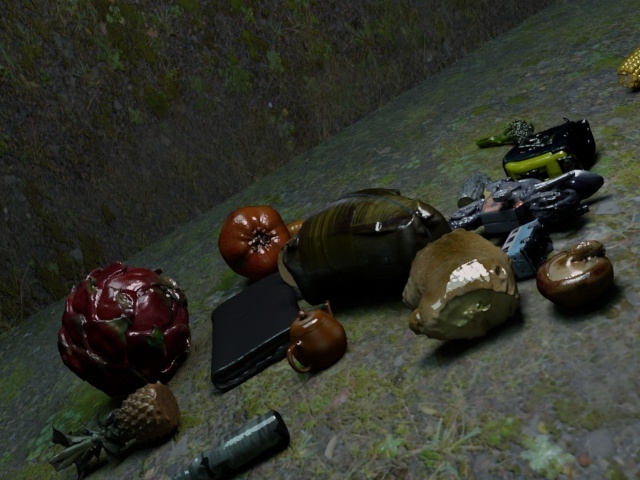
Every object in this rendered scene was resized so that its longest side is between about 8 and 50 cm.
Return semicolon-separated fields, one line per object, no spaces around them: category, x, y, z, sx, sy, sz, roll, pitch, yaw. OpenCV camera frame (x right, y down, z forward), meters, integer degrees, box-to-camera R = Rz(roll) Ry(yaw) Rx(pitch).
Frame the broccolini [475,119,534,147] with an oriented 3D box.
broccolini;0.475;-0.276;2.168;0.058;0.067;0.216;5;-2;-28

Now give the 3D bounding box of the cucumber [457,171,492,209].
cucumber;0.351;-0.110;1.877;0.064;0.064;0.112;-17;21;40

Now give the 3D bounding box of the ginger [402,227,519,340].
ginger;0.224;0.086;1.399;0.221;0.130;0.276;-48;16;-24

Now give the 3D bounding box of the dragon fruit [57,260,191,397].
dragon fruit;-0.466;0.212;1.946;0.329;0.329;0.329;-28;16;9

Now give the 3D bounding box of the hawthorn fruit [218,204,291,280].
hawthorn fruit;-0.194;0.009;2.271;0.207;0.207;0.243;-36;8;-17

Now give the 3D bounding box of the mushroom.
mushroom;0.391;0.052;1.265;0.127;0.087;0.127;-25;15;7

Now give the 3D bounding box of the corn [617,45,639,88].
corn;0.863;-0.474;2.003;0.305;0.106;0.106;-37;16;-5

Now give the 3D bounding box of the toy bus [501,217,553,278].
toy bus;0.364;0.019;1.468;0.075;0.060;0.123;-24;14;37

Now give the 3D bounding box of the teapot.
teapot;-0.014;0.182;1.562;0.116;0.116;0.173;-16;22;41

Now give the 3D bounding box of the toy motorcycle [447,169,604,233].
toy motorcycle;0.394;-0.073;1.617;0.173;0.108;0.307;-36;18;-37

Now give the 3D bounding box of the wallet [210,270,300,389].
wallet;-0.149;0.192;1.868;0.228;0.062;0.406;-30;17;1

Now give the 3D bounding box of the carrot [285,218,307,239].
carrot;-0.011;-0.041;2.314;0.205;0.072;0.072;-19;19;29

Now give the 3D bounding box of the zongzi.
zongzi;0.179;-0.047;1.759;0.403;0.208;0.432;-13;19;48

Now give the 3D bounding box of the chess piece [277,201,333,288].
chess piece;0.000;0.000;2.019;0.137;0.137;0.301;-23;14;26

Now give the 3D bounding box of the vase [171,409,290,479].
vase;-0.154;0.359;1.366;0.211;0.060;0.060;-30;16;2

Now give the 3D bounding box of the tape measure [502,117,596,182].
tape measure;0.481;-0.171;1.749;0.186;0.112;0.199;-21;17;37

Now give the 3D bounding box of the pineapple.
pineapple;-0.424;0.382;1.666;0.277;0.130;0.119;-29;4;12
